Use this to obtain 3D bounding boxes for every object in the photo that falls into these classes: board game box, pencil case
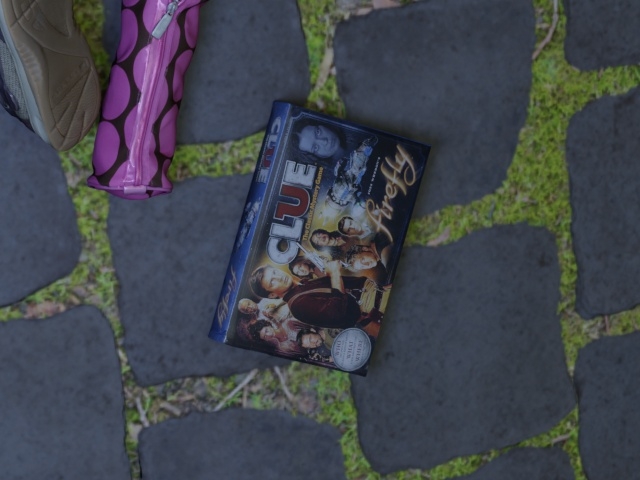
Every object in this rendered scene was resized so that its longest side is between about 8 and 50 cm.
[{"bbox_3d":[0.000,0.000,1.823,0.165,0.042,0.243,14,93,-26],"label":"board game box"},{"bbox_3d":[-0.159,-0.139,1.697,0.095,0.098,0.209,7,96,-26],"label":"pencil case"}]

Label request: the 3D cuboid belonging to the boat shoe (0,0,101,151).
[{"bbox_3d":[-0.265,-0.201,1.587,0.103,0.092,0.285,-55,150,-35],"label":"boat shoe"}]
